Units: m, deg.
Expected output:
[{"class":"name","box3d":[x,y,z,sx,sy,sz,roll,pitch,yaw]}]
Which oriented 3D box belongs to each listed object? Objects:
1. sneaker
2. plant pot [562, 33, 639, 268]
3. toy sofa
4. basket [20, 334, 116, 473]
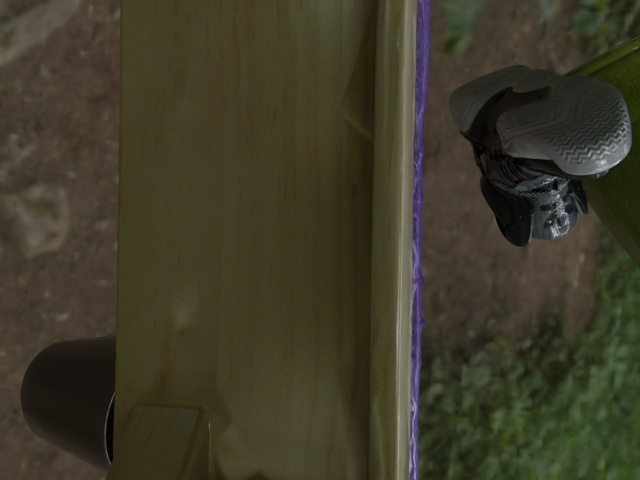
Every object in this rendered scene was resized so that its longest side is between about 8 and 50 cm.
[{"class":"sneaker","box3d":[0.208,-0.064,0.957,0.153,0.101,0.268,67,-6,-21]},{"class":"plant pot","box3d":[0.448,-0.074,1.135,0.353,0.367,0.366,63,9,0]},{"class":"toy sofa","box3d":[-0.019,-0.033,0.533,0.177,0.150,0.362,5,86,-76]},{"class":"basket","box3d":[-0.230,0.181,1.222,0.204,0.227,0.154,-43,117,-38]}]
